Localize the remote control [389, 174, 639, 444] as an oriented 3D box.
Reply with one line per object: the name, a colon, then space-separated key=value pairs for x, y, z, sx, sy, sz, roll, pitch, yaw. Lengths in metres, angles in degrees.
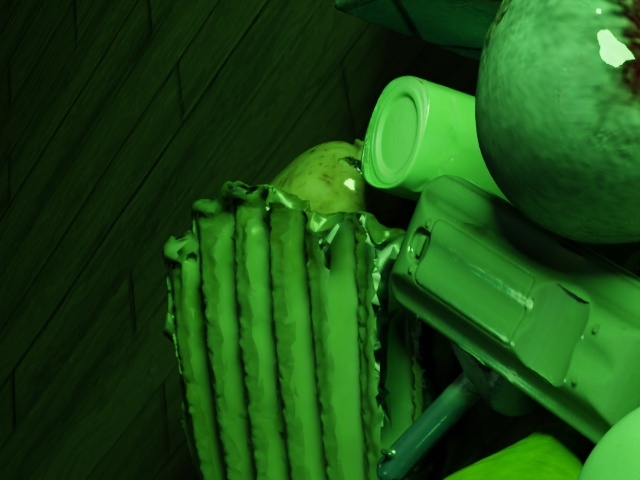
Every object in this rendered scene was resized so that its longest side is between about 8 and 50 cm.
remote control: x=0.168 y=0.052 z=1.394 sx=0.335 sy=0.065 sz=0.128 roll=35 pitch=107 yaw=52

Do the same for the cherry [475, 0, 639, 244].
cherry: x=0.235 y=-0.122 z=1.328 sx=0.296 sy=0.218 sz=0.255 roll=126 pitch=147 yaw=-58

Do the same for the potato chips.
potato chips: x=-0.022 y=0.152 z=1.679 sx=0.358 sy=0.070 sz=0.429 roll=4 pitch=103 yaw=41

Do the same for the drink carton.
drink carton: x=0.126 y=-0.084 z=1.588 sx=0.146 sy=0.142 sz=0.144 roll=21 pitch=94 yaw=65

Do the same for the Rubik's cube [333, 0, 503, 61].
Rubik's cube: x=0.161 y=-0.290 z=1.567 sx=0.205 sy=0.205 sz=0.207 roll=-9 pitch=69 yaw=60

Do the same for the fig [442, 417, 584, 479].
fig: x=0.163 y=0.279 z=1.315 sx=0.233 sy=0.233 sz=0.314 roll=-60 pitch=-14 yaw=24

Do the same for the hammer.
hammer: x=0.117 y=0.146 z=1.513 sx=0.194 sy=0.069 sz=0.116 roll=-47 pitch=36 yaw=12

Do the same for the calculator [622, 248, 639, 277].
calculator: x=0.272 y=0.096 z=1.336 sx=0.157 sy=0.033 sz=0.236 roll=-67 pitch=25 yaw=15

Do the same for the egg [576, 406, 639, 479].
egg: x=0.257 y=0.226 z=1.101 sx=0.203 sy=0.203 sz=0.282 roll=-50 pitch=30 yaw=38

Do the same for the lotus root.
lotus root: x=0.000 y=0.000 z=1.757 sx=0.284 sy=0.160 sz=0.146 roll=-52 pitch=29 yaw=39
